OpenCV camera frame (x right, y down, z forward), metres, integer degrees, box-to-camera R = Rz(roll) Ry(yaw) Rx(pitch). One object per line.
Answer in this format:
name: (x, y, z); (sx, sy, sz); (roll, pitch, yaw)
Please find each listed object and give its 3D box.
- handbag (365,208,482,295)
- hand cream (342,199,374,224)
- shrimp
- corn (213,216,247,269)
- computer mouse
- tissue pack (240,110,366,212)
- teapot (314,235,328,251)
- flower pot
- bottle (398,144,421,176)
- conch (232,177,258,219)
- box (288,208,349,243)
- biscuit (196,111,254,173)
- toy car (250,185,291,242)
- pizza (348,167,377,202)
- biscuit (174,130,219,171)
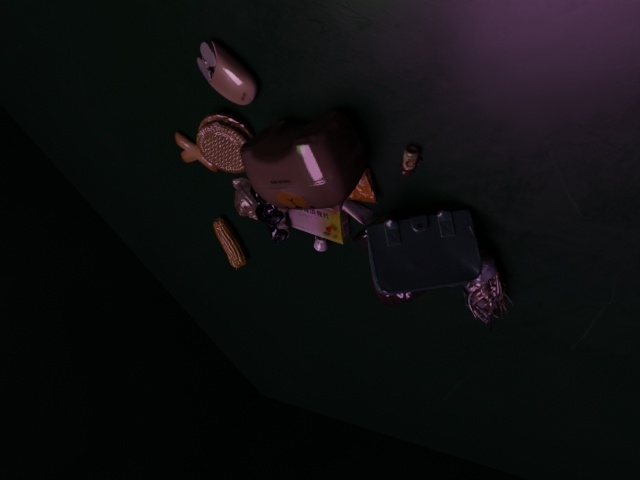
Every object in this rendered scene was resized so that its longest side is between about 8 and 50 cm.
handbag: (0.315, 0.036, 1.335); (0.327, 0.238, 0.089); (-10, 171, 4)
hand cream: (0.093, -0.135, 1.600); (0.210, 0.067, 0.043); (32, 159, 15)
shrimp: (0.536, 0.182, 1.449); (0.137, 0.172, 0.371); (-142, 31, -70)
corn: (-0.469, 0.013, 2.249); (0.102, 0.102, 0.312); (11, 135, 35)
computer mouse: (-0.320, -0.565, 1.473); (0.236, 0.082, 0.145); (42, 146, -7)
tissue pack: (-0.049, -0.246, 1.418); (0.387, 0.267, 0.276); (3, 133, 39)
teapot: (0.000, 0.000, 1.845); (0.083, 0.064, 0.064); (53, 151, 40)
flower pot: (0.260, 0.051, 1.497); (0.267, 0.267, 0.267); (54, 144, -5)
bottle: (0.275, -0.239, 1.324); (0.063, 0.047, 0.101); (17, 142, 12)
conch: (-0.315, -0.188, 1.905); (0.156, 0.130, 0.207); (-23, 92, 16)
box: (-0.013, -0.100, 1.732); (0.261, 0.062, 0.175); (20, 141, 27)
biscuit: (-0.366, -0.378, 1.691); (0.259, 0.079, 0.259); (12, 142, 10)
toy car: (-0.194, -0.122, 1.760); (0.193, 0.118, 0.301); (60, 166, 27)
pizza: (0.151, -0.183, 1.506); (0.131, 0.041, 0.178); (33, 145, 14)
biscuit: (-0.548, -0.391, 1.909); (0.208, 0.047, 0.164); (20, 142, 25)
